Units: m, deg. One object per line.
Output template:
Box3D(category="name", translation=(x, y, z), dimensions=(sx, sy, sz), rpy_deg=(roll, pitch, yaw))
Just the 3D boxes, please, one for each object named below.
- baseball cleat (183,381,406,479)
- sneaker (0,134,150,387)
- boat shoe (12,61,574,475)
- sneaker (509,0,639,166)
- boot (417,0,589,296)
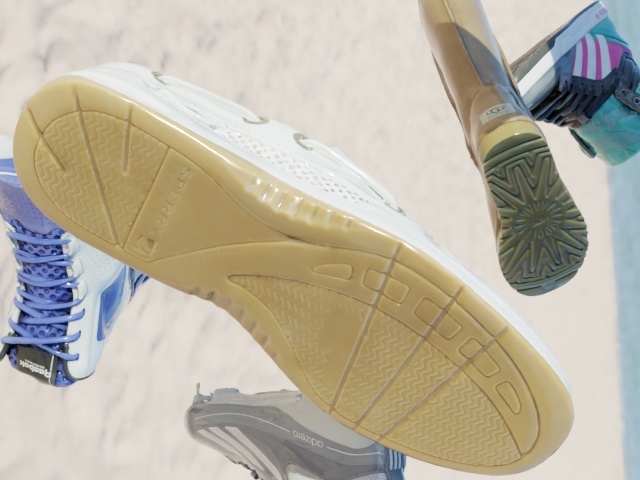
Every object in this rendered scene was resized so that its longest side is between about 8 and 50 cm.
Box3D(category="baseball cleat", translation=(-0.022, 0.131, 0.719), dimensions=(0.072, 0.206, 0.109), rpy_deg=(4, 78, -29))
Box3D(category="sneaker", translation=(-0.258, 0.045, 1.274), dimensions=(0.315, 0.127, 0.182), rpy_deg=(82, 22, -62))
Box3D(category="boat shoe", translation=(0.000, 0.000, 0.575), dimensions=(0.098, 0.277, 0.096), rpy_deg=(-53, -176, 30))
Box3D(category="sneaker", translation=(0.308, -0.160, 1.499), dimensions=(0.178, 0.124, 0.295), rpy_deg=(53, 45, -2))
Box3D(category="boot", translation=(0.179, -0.111, 1.261), dimensions=(0.269, 0.089, 0.236), rpy_deg=(-105, 177, -47))
